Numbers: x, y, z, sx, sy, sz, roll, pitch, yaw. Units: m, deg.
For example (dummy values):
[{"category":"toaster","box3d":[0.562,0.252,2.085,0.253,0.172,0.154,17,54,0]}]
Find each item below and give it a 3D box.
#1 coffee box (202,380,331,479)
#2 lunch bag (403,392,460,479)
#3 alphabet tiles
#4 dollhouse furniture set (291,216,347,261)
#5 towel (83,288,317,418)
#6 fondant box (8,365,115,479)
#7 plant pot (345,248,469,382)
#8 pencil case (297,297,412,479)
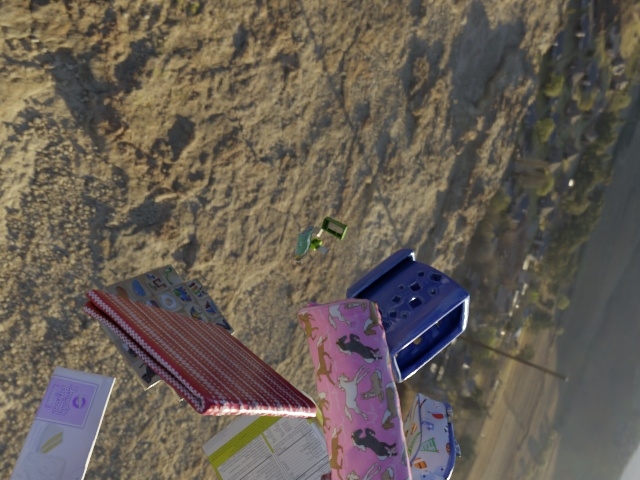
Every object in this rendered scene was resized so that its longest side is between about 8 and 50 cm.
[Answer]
[{"category":"coffee box","box3d":[-0.112,0.716,1.795,0.338,0.334,0.337,-37,153,-4]},{"category":"lunch bag","box3d":[0.246,0.543,1.379,0.243,0.115,0.303,-67,175,-67]},{"category":"alphabet tiles","box3d":[-0.329,0.194,1.243,0.011,0.285,0.343,-38,175,23]},{"category":"dollhouse furniture set","box3d":[0.000,0.000,1.265,0.152,0.059,0.076,-40,153,-53]},{"category":"towel","box3d":[-0.125,0.144,0.644,0.031,0.199,0.275,-56,153,-3]},{"category":"fondant box","box3d":[-0.434,0.382,0.893,0.330,0.096,0.238,127,-24,-45]},{"category":"plant pot","box3d":[0.200,0.172,1.342,0.236,0.212,0.236,-37,150,-10]},{"category":"pencil case","box3d":[0.060,0.294,1.016,0.160,0.167,0.385,51,30,-76]}]
